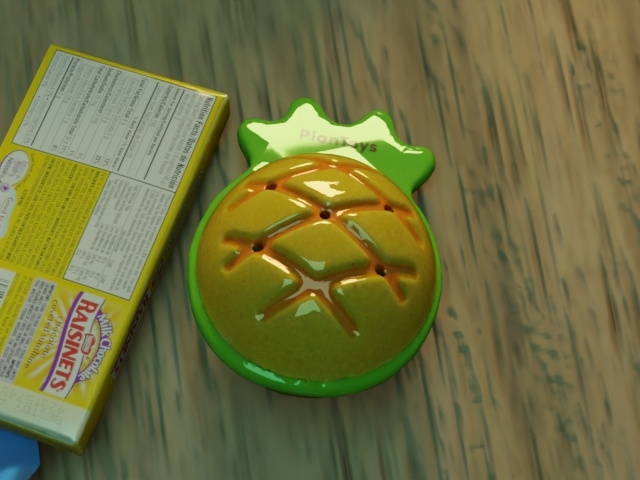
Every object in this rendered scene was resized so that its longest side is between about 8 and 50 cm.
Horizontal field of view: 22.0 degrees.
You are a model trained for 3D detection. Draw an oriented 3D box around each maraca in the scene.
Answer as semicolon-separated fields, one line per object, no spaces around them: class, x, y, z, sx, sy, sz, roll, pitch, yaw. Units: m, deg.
maraca;0.000;0.000;0.834;0.127;0.099;0.185;12;52;-3

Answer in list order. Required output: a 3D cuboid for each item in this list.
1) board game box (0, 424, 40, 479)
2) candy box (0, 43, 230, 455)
board game box;-0.214;0.080;0.853;0.133;0.033;0.168;-10;65;-3
candy box;-0.131;0.000;0.853;0.105;0.027;0.205;19;68;8
